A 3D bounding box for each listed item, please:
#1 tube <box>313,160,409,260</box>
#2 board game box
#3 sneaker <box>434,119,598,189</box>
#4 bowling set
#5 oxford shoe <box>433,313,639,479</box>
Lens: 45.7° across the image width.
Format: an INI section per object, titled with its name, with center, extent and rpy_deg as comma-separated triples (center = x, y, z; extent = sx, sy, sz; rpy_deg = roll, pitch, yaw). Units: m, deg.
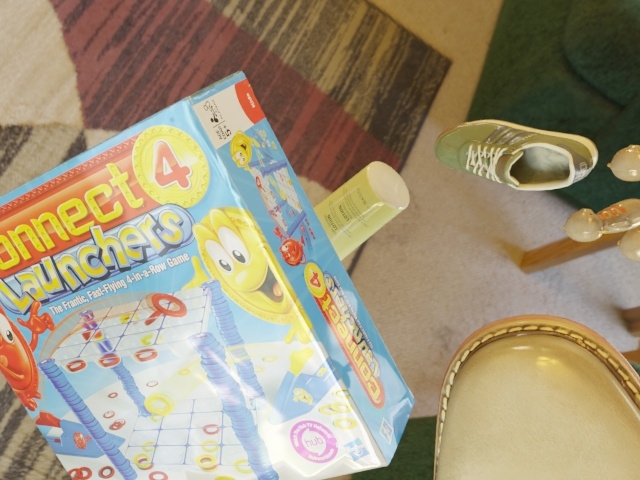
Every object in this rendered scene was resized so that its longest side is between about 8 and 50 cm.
[tube]
center = 0.000, 0.000, 0.871
extent = 0.062, 0.240, 0.070
rpy_deg = 28, 45, -27
[board game box]
center = -0.128, 0.067, 0.624
extent = 0.302, 0.308, 0.086
rpy_deg = 62, 28, -13
[sneaker]
center = 0.217, -0.097, 0.883
extent = 0.086, 0.192, 0.064
rpy_deg = -41, 134, -56
[bowling set]
center = 0.394, -0.069, 0.838
extent = 0.154, 0.287, 0.200
rpy_deg = -14, 105, -27
[oxford shoe]
center = 0.118, 0.226, 0.300
extent = 0.146, 0.140, 0.397
rpy_deg = 14, 63, -69
